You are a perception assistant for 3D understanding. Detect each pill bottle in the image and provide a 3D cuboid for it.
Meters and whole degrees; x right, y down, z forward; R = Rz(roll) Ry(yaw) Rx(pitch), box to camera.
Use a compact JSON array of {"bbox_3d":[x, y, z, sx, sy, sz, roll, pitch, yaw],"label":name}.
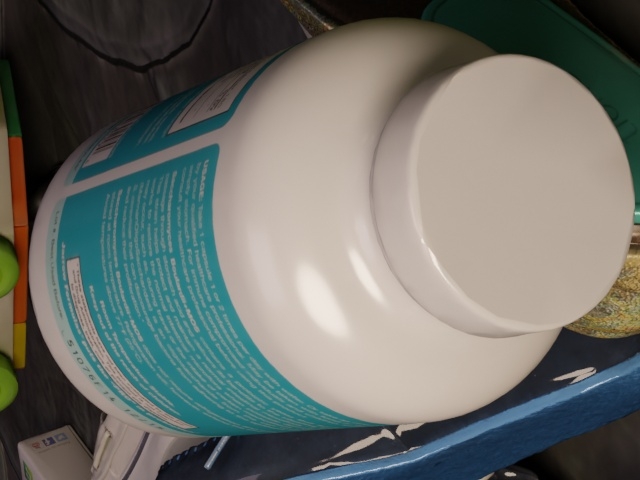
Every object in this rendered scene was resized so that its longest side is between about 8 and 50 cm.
[{"bbox_3d":[0.000,0.000,0.703,0.264,0.146,0.146,-12,96,59],"label":"pill bottle"}]

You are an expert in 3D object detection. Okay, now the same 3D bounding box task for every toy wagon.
[{"bbox_3d":[-0.272,-0.043,1.448,0.267,0.068,0.344,-110,22,-47],"label":"toy wagon"}]

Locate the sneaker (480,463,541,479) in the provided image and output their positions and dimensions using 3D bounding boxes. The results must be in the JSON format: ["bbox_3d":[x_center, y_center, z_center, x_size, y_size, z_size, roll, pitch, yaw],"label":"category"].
[{"bbox_3d":[0.096,0.196,0.940,0.153,0.094,0.235,-10,108,53],"label":"sneaker"}]

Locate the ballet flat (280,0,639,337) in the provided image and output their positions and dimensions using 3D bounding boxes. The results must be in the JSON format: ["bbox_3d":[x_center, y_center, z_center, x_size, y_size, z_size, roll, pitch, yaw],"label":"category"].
[{"bbox_3d":[0.051,-0.092,0.822,0.348,0.123,0.123,53,149,29],"label":"ballet flat"}]

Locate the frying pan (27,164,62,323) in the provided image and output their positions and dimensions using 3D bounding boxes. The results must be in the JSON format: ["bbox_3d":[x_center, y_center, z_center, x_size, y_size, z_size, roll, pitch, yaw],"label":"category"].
[{"bbox_3d":[-0.158,0.063,1.401,0.326,0.053,0.197,39,140,52],"label":"frying pan"}]

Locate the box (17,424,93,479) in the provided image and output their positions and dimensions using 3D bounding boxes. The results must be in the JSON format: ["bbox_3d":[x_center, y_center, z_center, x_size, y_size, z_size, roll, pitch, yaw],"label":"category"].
[{"bbox_3d":[-0.164,0.342,1.587,0.322,0.058,0.232,45,144,43],"label":"box"}]

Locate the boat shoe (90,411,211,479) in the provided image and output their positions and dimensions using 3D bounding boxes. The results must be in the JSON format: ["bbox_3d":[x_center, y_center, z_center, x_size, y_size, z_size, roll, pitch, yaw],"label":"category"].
[{"bbox_3d":[-0.124,0.149,1.336,0.088,0.096,0.267,63,152,23],"label":"boat shoe"}]

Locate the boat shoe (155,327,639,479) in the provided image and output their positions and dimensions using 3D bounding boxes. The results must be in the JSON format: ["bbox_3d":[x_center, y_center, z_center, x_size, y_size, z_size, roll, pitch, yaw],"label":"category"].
[{"bbox_3d":[0.039,0.072,0.863,0.109,0.258,0.089,47,-155,-64],"label":"boat shoe"}]
